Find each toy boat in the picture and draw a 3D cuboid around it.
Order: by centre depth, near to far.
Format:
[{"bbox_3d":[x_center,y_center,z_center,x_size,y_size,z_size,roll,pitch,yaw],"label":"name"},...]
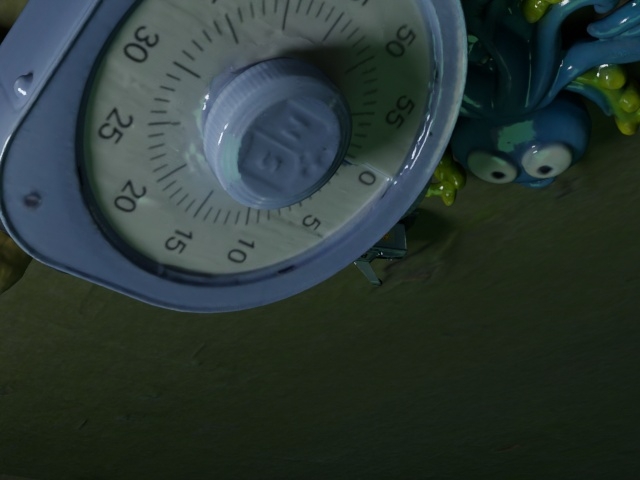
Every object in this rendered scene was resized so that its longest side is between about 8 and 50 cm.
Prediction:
[{"bbox_3d":[0.000,0.000,1.263,0.246,0.103,0.093,6,177,3],"label":"toy boat"}]

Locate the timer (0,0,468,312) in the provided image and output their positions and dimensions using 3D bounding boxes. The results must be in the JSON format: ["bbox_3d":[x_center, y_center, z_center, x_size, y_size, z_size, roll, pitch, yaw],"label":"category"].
[{"bbox_3d":[-0.047,-0.110,0.788,0.395,0.173,0.395,-14,127,-20],"label":"timer"}]

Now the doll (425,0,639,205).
[{"bbox_3d":[0.199,-0.140,0.968,0.346,0.098,0.341,-11,152,19],"label":"doll"}]

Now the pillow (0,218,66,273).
[{"bbox_3d":[-0.304,-0.097,0.914,0.335,0.161,0.092,34,131,4],"label":"pillow"}]

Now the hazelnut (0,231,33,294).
[{"bbox_3d":[-0.403,-0.046,1.052,0.261,0.241,0.261,-1,109,-3],"label":"hazelnut"}]
